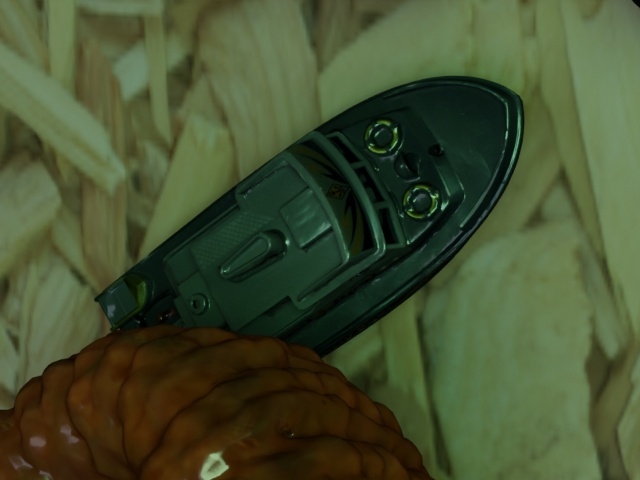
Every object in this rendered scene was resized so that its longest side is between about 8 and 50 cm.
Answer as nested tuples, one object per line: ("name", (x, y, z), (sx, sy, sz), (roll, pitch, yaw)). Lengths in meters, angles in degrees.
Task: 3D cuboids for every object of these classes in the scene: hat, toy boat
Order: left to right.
("toy boat", (-0.003, 0.001, 0.896), (0.296, 0.122, 0.114), (-36, 74, 24))
("hat", (0.013, 0.189, 0.861), (0.285, 0.400, 0.285), (-4, 83, 40))

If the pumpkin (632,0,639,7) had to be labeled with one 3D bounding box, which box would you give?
("pumpkin", (0.204, -0.186, 0.717), (0.146, 0.190, 0.190), (0, 112, 14))
